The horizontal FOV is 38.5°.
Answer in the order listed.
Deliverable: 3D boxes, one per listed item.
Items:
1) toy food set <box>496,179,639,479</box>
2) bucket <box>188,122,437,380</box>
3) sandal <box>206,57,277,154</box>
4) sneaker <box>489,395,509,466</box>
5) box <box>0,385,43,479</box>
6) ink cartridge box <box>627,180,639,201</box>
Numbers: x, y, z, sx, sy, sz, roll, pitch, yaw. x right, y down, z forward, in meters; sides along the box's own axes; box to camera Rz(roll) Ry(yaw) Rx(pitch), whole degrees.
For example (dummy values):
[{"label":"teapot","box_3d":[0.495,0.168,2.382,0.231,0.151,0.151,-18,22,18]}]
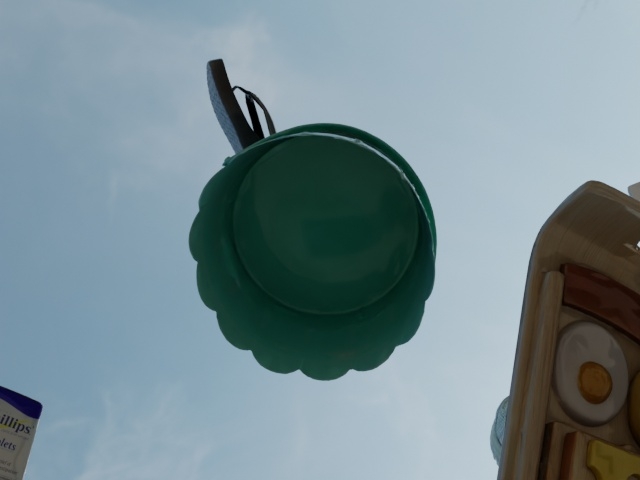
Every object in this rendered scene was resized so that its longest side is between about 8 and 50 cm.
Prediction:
[{"label":"toy food set","box_3d":[0.247,0.135,0.646,0.219,0.092,0.306,24,-116,-20]},{"label":"bucket","box_3d":[0.000,0.000,1.050,0.281,0.281,0.183,42,-167,-6]},{"label":"sandal","box_3d":[-0.080,-0.121,1.198,0.054,0.097,0.255,-28,-80,-11]},{"label":"sneaker","box_3d":[0.260,0.221,1.038,0.110,0.283,0.122,0,-76,1]},{"label":"box","box_3d":[-0.370,0.236,0.975,0.072,0.126,0.137,31,-128,-35]},{"label":"ink cartridge box","box_3d":[0.474,-0.028,0.988,0.172,0.237,0.100,49,-158,-51]}]
